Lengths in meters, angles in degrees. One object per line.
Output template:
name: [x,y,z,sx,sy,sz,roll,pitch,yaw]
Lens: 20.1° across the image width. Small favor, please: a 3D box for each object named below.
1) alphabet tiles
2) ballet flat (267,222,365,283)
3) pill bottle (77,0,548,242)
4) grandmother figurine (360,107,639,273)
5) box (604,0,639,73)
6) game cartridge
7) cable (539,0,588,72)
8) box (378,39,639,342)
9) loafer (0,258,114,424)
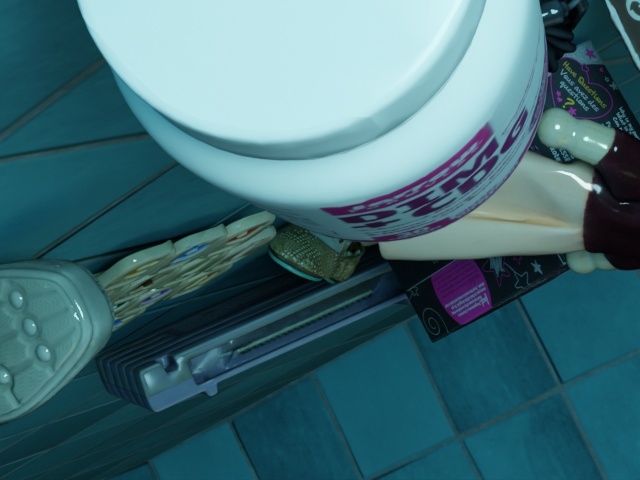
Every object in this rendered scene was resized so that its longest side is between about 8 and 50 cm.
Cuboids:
alphabet tiles: [-0.173,0.044,1.553,0.284,0.021,0.278,-19,170,-43]
ballet flat: [0.000,0.000,1.720,0.067,0.073,0.206,-53,172,4]
pill bottle: [0.005,-0.087,0.707,0.160,0.160,0.283,-27,172,7]
grandmother figurine: [0.196,-0.022,1.299,0.342,0.104,0.208,6,165,16]
box: [0.406,-0.218,1.240,0.191,0.143,0.381,-17,166,-46]
game cartridge: [-0.048,0.083,1.900,0.355,0.068,0.230,-23,-177,-17]
cable: [0.106,-0.122,1.238,0.150,0.047,0.184,-24,173,-11]
box: [0.161,-0.040,1.544,0.142,0.163,0.247,-26,174,-29]
loafer: [-0.244,0.080,1.269,0.319,0.112,0.111,-22,-178,42]
